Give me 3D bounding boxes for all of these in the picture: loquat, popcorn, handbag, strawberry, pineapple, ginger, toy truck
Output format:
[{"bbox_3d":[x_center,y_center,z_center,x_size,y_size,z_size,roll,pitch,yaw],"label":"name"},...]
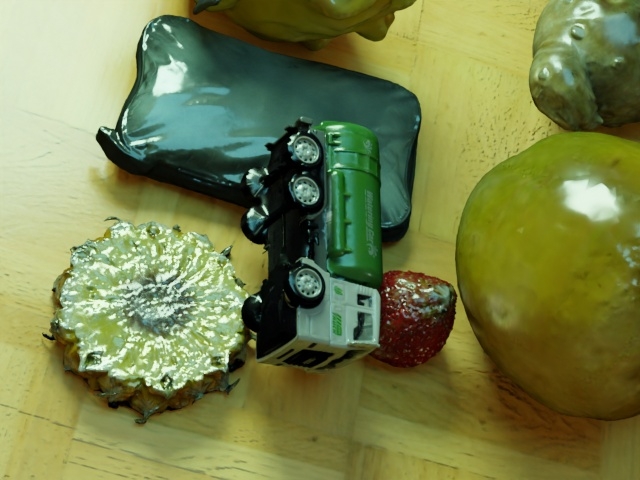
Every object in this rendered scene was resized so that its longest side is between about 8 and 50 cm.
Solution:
[{"bbox_3d":[0.264,0.025,1.326,0.276,0.276,0.283,-5,48,-21],"label":"loquat"},{"bbox_3d":[-0.045,-0.324,1.429,0.316,0.297,0.281,50,56,-21],"label":"popcorn"},{"bbox_3d":[-0.053,-0.116,1.437,0.332,0.075,0.191,16,60,-13],"label":"handbag"},{"bbox_3d":[0.084,0.071,1.353,0.106,0.106,0.106,8,58,-14],"label":"strawberry"},{"bbox_3d":[-0.150,0.063,1.308,0.221,0.047,0.221,9,57,-13],"label":"pineapple"},{"bbox_3d":[0.345,-0.257,1.595,0.256,0.176,0.375,38,54,-13],"label":"ginger"},{"bbox_3d":[0.000,0.000,1.313,0.125,0.101,0.242,14,63,-28],"label":"toy truck"}]
